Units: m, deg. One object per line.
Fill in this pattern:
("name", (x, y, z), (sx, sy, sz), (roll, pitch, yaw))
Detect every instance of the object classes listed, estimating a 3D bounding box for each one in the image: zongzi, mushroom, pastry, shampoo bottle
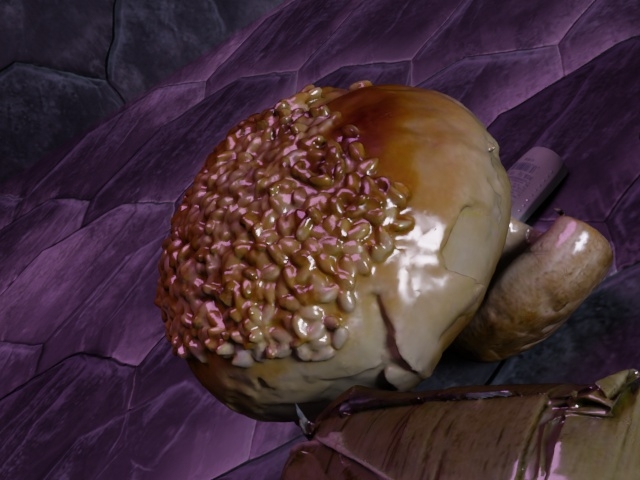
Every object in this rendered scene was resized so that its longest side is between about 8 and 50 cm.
("zongzi", (0.048, 0.325, 1.134), (0.500, 0.218, 0.467), (-9, 39, 48))
("mushroom", (0.195, 0.058, 1.486), (0.151, 0.156, 0.286), (-61, 19, -18))
("pastry", (0.000, 0.000, 1.414), (0.410, 0.245, 0.409), (-33, 38, 30))
("shampoo bottle", (0.223, -0.030, 1.694), (0.072, 0.049, 0.212), (22, 61, 43))

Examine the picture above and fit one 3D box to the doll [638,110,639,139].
("doll", (0.477, -0.136, 1.346), (0.349, 0.247, 0.247), (-44, 25, -25))
